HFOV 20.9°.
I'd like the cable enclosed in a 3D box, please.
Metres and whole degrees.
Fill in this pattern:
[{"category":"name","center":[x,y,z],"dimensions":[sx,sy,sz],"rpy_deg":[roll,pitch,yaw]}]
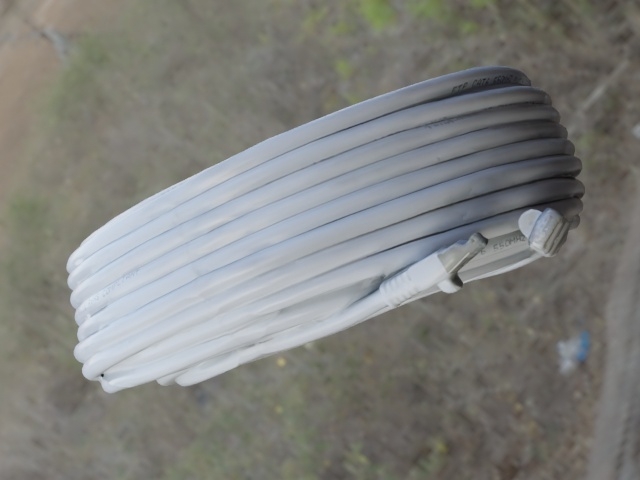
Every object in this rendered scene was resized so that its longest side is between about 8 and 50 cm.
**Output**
[{"category":"cable","center":[0.000,0.000,0.829],"dimensions":[0.257,0.089,0.257],"rpy_deg":[-20,-3,14]}]
